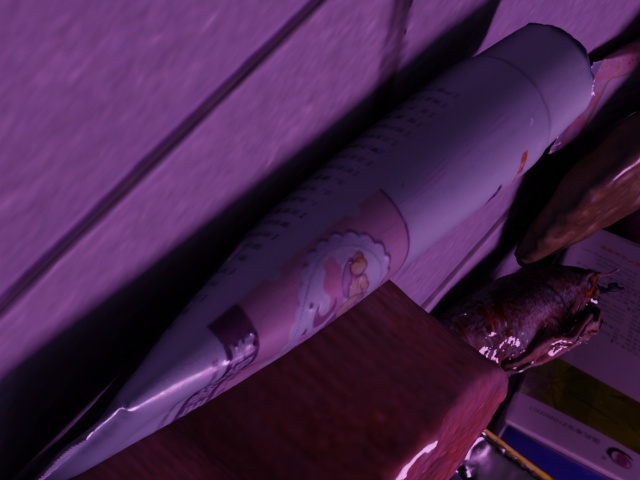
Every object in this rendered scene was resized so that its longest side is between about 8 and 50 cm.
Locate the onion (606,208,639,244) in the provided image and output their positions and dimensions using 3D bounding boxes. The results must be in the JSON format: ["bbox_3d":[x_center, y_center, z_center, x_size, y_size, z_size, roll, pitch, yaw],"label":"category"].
[{"bbox_3d":[0.265,0.015,1.603,0.104,0.115,0.115,-1,146,-13],"label":"onion"}]

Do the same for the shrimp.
[{"bbox_3d":[0.138,0.050,1.267,0.190,0.075,0.073,-25,156,-43],"label":"shrimp"}]

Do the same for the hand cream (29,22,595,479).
[{"bbox_3d":[0.000,0.000,0.774,0.331,0.058,0.085,-35,178,-39],"label":"hand cream"}]

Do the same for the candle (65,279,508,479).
[{"bbox_3d":[-0.054,0.169,0.852,0.317,0.131,0.287,-37,162,-45],"label":"candle"}]

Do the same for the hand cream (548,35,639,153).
[{"bbox_3d":[0.204,-0.107,1.204,0.210,0.043,0.067,-27,150,-50],"label":"hand cream"}]

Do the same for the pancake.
[{"bbox_3d":[0.209,-0.056,1.246,0.222,0.042,0.236,-37,171,12],"label":"pancake"}]

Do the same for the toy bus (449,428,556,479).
[{"bbox_3d":[-0.012,0.232,1.054,0.331,0.151,0.145,-54,140,-2],"label":"toy bus"}]

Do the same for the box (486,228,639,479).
[{"bbox_3d":[0.165,0.143,1.405,0.200,0.106,0.299,-64,178,32],"label":"box"}]
